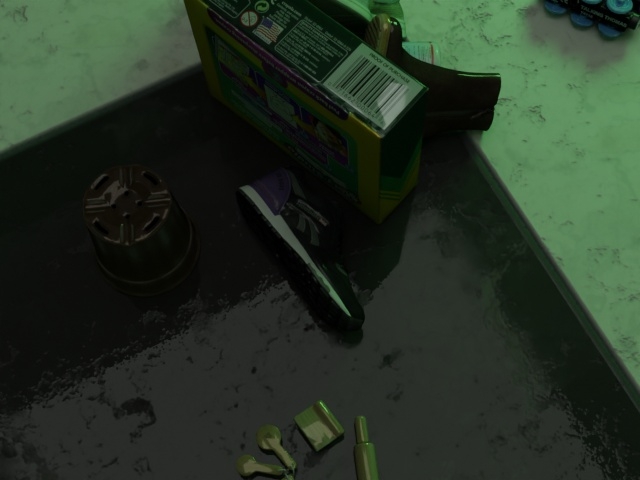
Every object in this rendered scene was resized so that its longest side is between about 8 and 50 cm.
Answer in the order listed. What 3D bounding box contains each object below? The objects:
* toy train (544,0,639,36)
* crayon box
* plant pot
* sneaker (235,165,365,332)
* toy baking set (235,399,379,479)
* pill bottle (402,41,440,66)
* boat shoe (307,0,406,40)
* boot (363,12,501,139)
[{"bbox_3d":[0.457,-0.412,1.648,0.184,0.080,0.105,27,62,14],"label":"toy train"},{"bbox_3d":[-0.020,-0.216,1.445,0.363,0.313,0.106,39,77,15],"label":"crayon box"},{"bbox_3d":[-0.268,-0.020,1.450,0.167,0.165,0.167,0,69,1],"label":"plant pot"},{"bbox_3d":[0.000,0.000,1.473,0.124,0.107,0.283,-31,71,-17],"label":"sneaker"},{"bbox_3d":[-0.011,0.354,1.368,0.197,0.030,0.256,-12,68,-1],"label":"toy baking set"},{"bbox_3d":[0.110,-0.274,1.588,0.160,0.087,0.087,-1,68,1],"label":"pill bottle"},{"bbox_3d":[0.043,-0.368,1.502,0.118,0.320,0.103,1,91,30],"label":"boat shoe"},{"bbox_3d":[0.169,-0.249,1.495,0.207,0.248,0.090,-5,54,-4],"label":"boot"}]
